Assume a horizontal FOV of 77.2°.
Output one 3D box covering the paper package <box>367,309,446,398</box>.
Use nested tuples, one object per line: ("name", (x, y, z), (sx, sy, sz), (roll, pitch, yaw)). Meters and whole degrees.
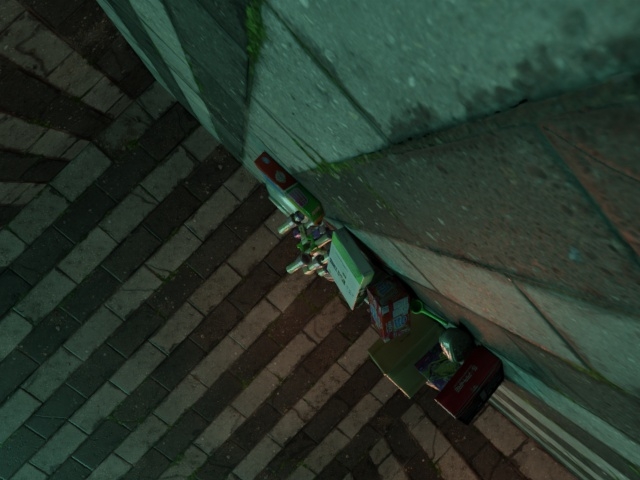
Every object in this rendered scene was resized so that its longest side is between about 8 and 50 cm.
("paper package", (0.414, 0.494, 1.830), (0.168, 0.325, 0.309), (45, 178, -11))

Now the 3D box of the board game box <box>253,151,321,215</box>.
("board game box", (-0.123, -0.212, 1.687), (0.316, 0.064, 0.242), (43, 177, 10))

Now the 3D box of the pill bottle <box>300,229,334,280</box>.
("pill bottle", (0.029, 0.100, 2.614), (0.210, 0.210, 0.363), (41, 176, 44))

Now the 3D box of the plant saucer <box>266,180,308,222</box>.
("plant saucer", (-0.195, -0.214, 2.343), (0.400, 0.100, 0.400), (44, 178, 2))

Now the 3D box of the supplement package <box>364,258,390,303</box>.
("supplement package", (0.258, 0.225, 1.808), (0.194, 0.149, 0.203), (46, 176, -32))

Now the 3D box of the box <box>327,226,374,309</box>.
("box", (0.115, 0.123, 1.655), (0.232, 0.059, 0.322), (58, 162, 26))

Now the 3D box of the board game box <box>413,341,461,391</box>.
("board game box", (0.541, 0.526, 1.659), (0.347, 0.208, 0.056), (47, 176, -38))

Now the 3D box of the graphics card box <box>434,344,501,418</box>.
("graphics card box", (0.527, 0.512, 1.389), (0.094, 0.232, 0.371), (37, 174, 36))

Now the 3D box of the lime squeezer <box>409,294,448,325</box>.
("lime squeezer", (0.390, 0.272, 1.601), (0.110, 0.059, 0.310), (45, 176, -11))

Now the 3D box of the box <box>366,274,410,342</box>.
("box", (0.276, 0.277, 1.611), (0.122, 0.128, 0.256), (-122, 12, -44))

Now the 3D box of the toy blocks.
("toy blocks", (0.000, 0.000, 1.944), (0.309, 0.260, 0.288), (14, -129, -45))

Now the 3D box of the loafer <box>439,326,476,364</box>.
("loafer", (0.453, 0.355, 1.371), (0.112, 0.112, 0.319), (32, 171, 36))
